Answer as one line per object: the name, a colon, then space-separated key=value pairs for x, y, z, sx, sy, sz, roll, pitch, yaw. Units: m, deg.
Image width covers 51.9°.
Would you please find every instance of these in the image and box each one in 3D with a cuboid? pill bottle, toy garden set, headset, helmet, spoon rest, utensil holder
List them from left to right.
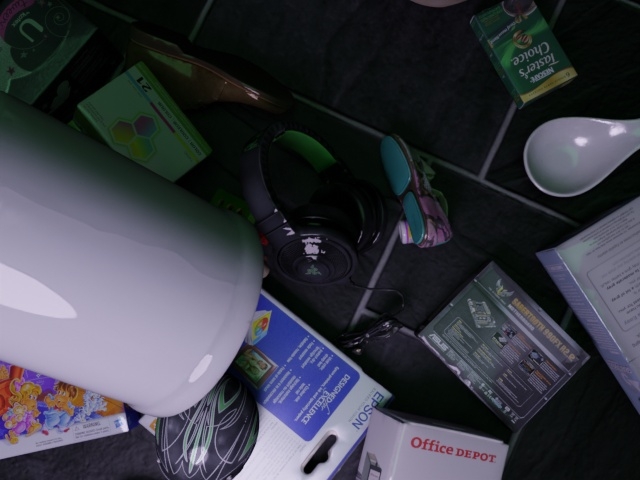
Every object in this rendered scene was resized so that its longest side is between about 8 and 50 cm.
utensil holder: x=-0.328 y=0.029 z=0.896 sx=0.386 sy=0.328 sz=0.327 roll=30 pitch=85 yaw=-35
helmet: x=-0.170 y=0.283 z=0.992 sx=0.170 sy=0.161 sz=0.169 roll=0 pitch=85 yaw=1
toy garden set: x=-0.162 y=0.055 z=1.098 sx=0.204 sy=0.049 sz=0.244 roll=28 pitch=83 yaw=41
headset: x=0.000 y=0.000 z=1.066 sx=0.185 sy=0.243 sz=0.394 roll=-30 pitch=99 yaw=34
pill bottle: x=0.180 y=-0.020 z=1.140 sx=0.083 sy=0.043 sz=0.043 roll=-8 pitch=85 yaw=-1
spoon rest: x=0.485 y=-0.164 z=1.130 sx=0.277 sy=0.084 sz=0.137 roll=-18 pitch=84 yaw=-2

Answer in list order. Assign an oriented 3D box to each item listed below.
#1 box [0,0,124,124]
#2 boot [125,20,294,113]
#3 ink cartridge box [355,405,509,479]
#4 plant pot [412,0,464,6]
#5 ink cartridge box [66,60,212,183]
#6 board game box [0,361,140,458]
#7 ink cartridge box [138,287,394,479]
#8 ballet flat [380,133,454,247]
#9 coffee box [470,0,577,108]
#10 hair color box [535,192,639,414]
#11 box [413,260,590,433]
box: x=-0.494 y=-0.294 z=1.126 sx=0.163 sy=0.142 sz=0.247 roll=39 pitch=86 yaw=4
boot: x=-0.197 y=-0.274 z=1.159 sx=0.305 sy=0.112 sz=0.115 roll=22 pitch=115 yaw=-1
ink cartridge box: x=0.158 y=0.420 z=1.035 sx=0.199 sy=0.115 sz=0.272 roll=17 pitch=84 yaw=-19
plant pot: x=0.216 y=-0.544 z=1.058 sx=0.334 sy=0.305 sz=0.333 roll=0 pitch=85 yaw=1
ink cartridge box: x=-0.338 y=-0.135 z=1.071 sx=0.255 sy=0.097 sz=0.188 roll=-43 pitch=104 yaw=-22
board game box: x=-0.502 y=0.236 z=1.107 sx=0.347 sy=0.078 sz=0.233 roll=-13 pitch=84 yaw=0
ink cartridge box: x=-0.089 y=0.280 z=1.106 sx=0.307 sy=0.072 sz=0.303 roll=39 pitch=85 yaw=2
ballet flat: x=0.168 y=-0.086 z=1.121 sx=0.079 sy=0.077 sz=0.221 roll=-4 pitch=60 yaw=-24
coffee box: x=0.360 y=-0.340 z=1.169 sx=0.113 sy=0.040 sz=0.184 roll=-27 pitch=85 yaw=-2
hair color box: x=0.548 y=0.128 z=1.087 sx=0.185 sy=0.113 sz=0.374 roll=-31 pitch=84 yaw=-2
box: x=0.303 y=0.177 z=1.113 sx=0.231 sy=0.056 sz=0.183 roll=45 pitch=86 yaw=4
